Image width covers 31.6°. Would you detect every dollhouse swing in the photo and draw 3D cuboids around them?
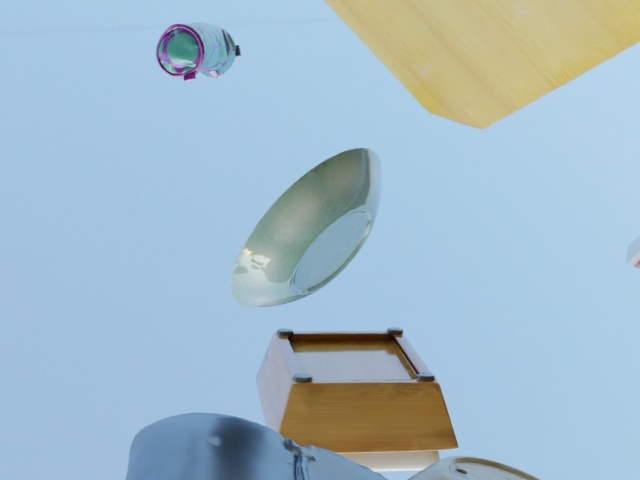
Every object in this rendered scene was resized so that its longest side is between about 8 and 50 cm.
[{"bbox_3d":[0.116,-0.316,0.846,0.305,0.347,0.315,31,-114,-15],"label":"dollhouse swing"}]

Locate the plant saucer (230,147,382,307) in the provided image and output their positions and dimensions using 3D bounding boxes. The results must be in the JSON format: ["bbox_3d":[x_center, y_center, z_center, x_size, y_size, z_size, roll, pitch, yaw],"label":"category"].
[{"bbox_3d":[0.000,0.000,1.069,0.037,0.195,0.195,42,-132,22],"label":"plant saucer"}]

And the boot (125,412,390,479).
[{"bbox_3d":[-0.104,0.170,0.614,0.367,0.146,0.445,34,-170,-4],"label":"boot"}]

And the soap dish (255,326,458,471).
[{"bbox_3d":[0.039,0.201,1.491,0.229,0.291,0.118,0,-79,-7],"label":"soap dish"}]

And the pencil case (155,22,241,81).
[{"bbox_3d":[-0.150,-0.233,1.397,0.152,0.064,0.070,-37,-67,-74],"label":"pencil case"}]

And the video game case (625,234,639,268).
[{"bbox_3d":[0.443,0.018,0.998,0.285,0.204,0.025,17,-114,-2],"label":"video game case"}]

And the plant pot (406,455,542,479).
[{"bbox_3d":[0.142,0.311,1.037,0.284,0.284,0.191,13,-81,-27],"label":"plant pot"}]
